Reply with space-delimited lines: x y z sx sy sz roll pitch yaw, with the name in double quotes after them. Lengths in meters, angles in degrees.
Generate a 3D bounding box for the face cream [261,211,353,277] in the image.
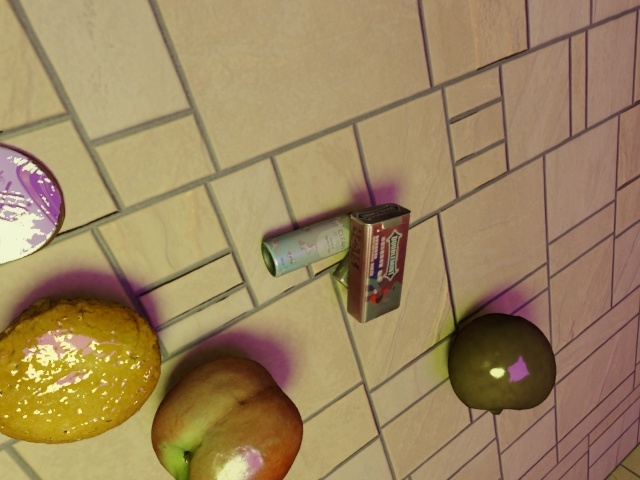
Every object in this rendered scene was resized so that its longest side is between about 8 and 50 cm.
0.000 0.000 0.800 0.229 0.075 0.075 -21 114 -23 "face cream"

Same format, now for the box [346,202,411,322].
0.113 0.047 0.806 0.120 0.069 0.224 -18 121 -29 "box"

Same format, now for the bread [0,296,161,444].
-0.367 0.190 0.611 0.239 0.139 0.240 -9 109 -27 "bread"

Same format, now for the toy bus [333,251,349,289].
0.101 0.030 0.878 0.072 0.057 0.172 37 85 -25 "toy bus"

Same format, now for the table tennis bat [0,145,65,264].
-0.514 -0.040 0.530 0.300 0.022 0.174 -10 109 -29 "table tennis bat"

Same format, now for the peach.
-0.156 0.332 0.712 0.252 0.252 0.253 -9 109 -27 "peach"

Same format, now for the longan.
0.478 0.330 1.073 0.299 0.243 0.301 -4 114 -9 "longan"
